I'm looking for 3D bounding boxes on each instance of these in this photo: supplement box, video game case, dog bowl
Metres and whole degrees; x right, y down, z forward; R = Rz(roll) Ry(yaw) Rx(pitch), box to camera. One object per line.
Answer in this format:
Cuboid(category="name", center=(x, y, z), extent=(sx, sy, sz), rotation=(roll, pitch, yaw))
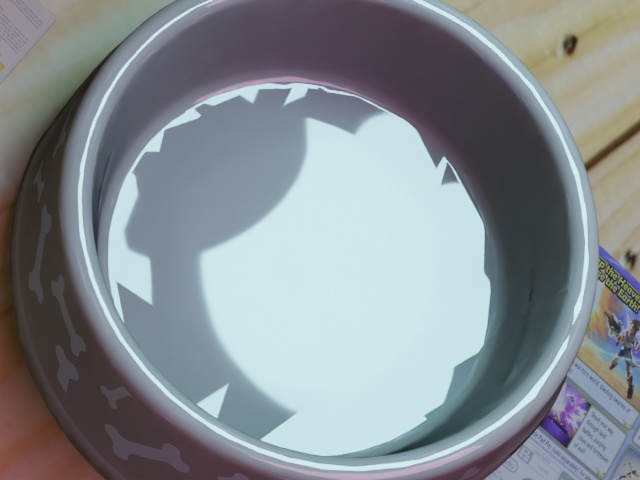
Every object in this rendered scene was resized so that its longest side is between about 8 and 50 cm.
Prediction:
Cuboid(category="supplement box", center=(-0.204, -0.110, 0.919), extent=(0.062, 0.036, 0.098), rotation=(48, 69, -29))
Cuboid(category="video game case", center=(0.200, 0.167, 1.205), extent=(0.269, 0.061, 0.244), rotation=(40, 74, -25))
Cuboid(category="dog bowl", center=(0.000, 0.000, 0.943), extent=(0.348, 0.102, 0.349), rotation=(5, 70, -13))
